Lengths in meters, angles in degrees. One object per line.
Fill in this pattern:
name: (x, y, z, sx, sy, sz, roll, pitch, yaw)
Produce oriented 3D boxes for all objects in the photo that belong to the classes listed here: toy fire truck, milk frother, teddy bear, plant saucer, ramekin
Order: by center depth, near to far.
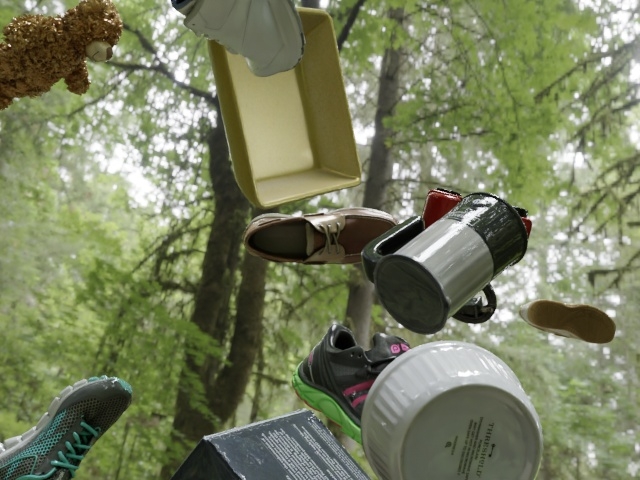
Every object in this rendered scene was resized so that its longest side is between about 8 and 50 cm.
milk frother: (0.122, 0.046, 0.721, 0.129, 0.134, 0.143, -5, -67, 52)
ramekin: (0.202, 0.295, 1.107, 0.272, 0.273, 0.127, 15, 5, -9)
plant saucer: (-0.069, -0.234, 1.295, 0.081, 0.333, 0.333, -9, 6, 35)
toy fire truck: (0.296, -0.012, 1.448, 0.217, 0.159, 0.246, 16, 2, 11)
teddy bear: (-0.543, -0.359, 1.472, 0.338, 0.113, 0.245, -19, -29, -20)

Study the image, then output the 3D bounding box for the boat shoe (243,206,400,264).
boat shoe: (0.000, 0.000, 1.495, 0.324, 0.123, 0.116, -5, 7, 6)

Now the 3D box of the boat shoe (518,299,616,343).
boat shoe: (0.412, 0.132, 1.247, 0.170, 0.063, 0.059, 17, -6, -14)

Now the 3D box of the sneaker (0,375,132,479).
sneaker: (-0.235, 0.193, 0.672, 0.166, 0.076, 0.065, -39, -47, -2)

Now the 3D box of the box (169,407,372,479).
box: (-0.188, 0.692, 1.770, 0.480, 0.297, 0.471, -52, -25, 15)

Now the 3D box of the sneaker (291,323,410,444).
sneaker: (0.128, 0.285, 1.395, 0.482, 0.202, 0.185, 22, -4, 46)

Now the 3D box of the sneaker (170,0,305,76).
sneaker: (-0.093, -0.260, 0.789, 0.129, 0.111, 0.297, -25, -17, -4)
